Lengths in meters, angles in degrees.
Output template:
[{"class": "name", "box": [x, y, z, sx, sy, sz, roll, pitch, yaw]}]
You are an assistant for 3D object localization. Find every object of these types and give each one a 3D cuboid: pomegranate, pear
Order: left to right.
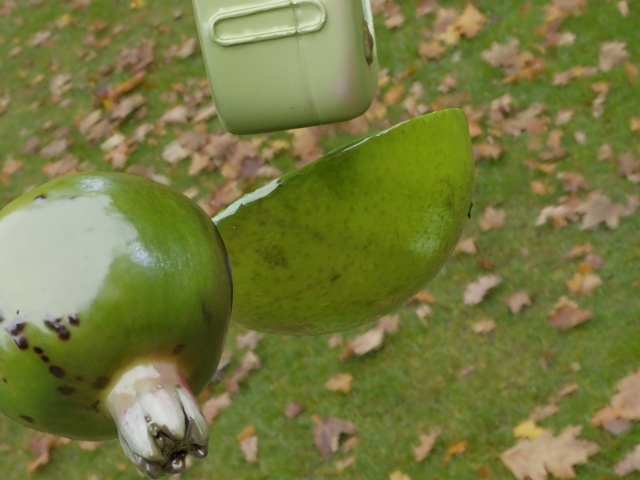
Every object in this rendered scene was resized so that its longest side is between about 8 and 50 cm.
[{"class": "pomegranate", "box": [-0.128, 0.057, 0.746, 0.180, 0.180, 0.209, -36, 50, -5]}, {"class": "pear", "box": [-0.001, 0.005, 1.033, 0.288, 0.239, 0.139, -30, 75, 25]}]

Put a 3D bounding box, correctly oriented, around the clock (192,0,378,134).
[{"class": "clock", "box": [-0.031, -0.240, 0.898, 0.117, 0.286, 0.348, -9, 13, 5]}]
